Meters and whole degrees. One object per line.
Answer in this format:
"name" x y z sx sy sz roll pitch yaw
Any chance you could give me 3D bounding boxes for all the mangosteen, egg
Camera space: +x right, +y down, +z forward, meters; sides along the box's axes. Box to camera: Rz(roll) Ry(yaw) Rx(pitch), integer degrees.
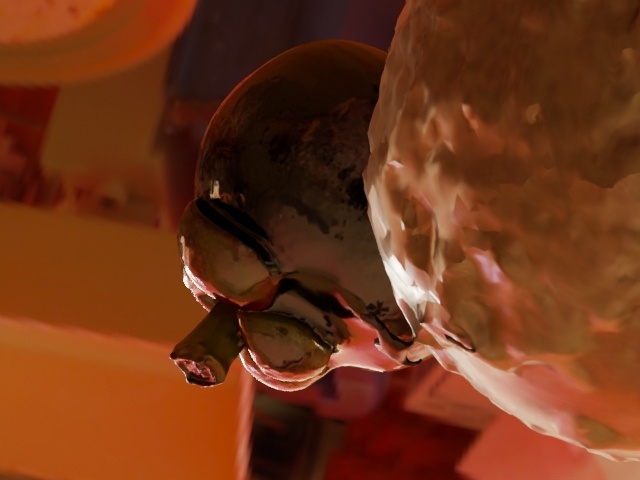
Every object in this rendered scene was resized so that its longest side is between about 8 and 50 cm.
"mangosteen" 0.000 0.000 1.425 0.275 0.302 0.275 43 165 14
"egg" 0.147 -0.037 0.729 0.279 0.279 0.310 14 162 -2
